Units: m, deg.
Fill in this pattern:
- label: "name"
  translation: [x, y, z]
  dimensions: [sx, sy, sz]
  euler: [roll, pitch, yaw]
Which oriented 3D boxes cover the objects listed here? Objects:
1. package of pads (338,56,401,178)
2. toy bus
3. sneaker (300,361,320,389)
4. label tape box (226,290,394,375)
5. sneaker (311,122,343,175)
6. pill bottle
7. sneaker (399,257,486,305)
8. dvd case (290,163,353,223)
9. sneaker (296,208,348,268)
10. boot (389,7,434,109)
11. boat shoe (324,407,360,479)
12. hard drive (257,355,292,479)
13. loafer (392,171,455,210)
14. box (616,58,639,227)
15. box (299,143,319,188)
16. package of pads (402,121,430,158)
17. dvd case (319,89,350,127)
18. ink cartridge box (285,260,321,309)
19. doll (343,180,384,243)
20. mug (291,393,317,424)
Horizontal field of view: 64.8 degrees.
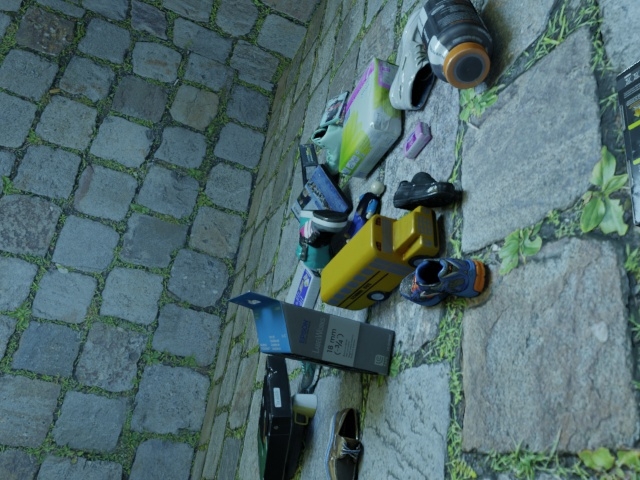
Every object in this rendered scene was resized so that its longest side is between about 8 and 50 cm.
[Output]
- label: "package of pads"
  translation: [0.149, -0.361, 1.482]
  dimensions: [0.229, 0.101, 0.297]
  euler: [130, 151, -54]
- label: "toy bus"
  translation: [0.125, 0.044, 1.126]
  dimensions: [0.333, 0.130, 0.108]
  euler: [130, 151, -51]
- label: "sneaker"
  translation: [-0.036, 0.340, 1.429]
  dimensions: [0.065, 0.076, 0.167]
  euler: [-154, 82, -73]
- label: "label tape box"
  translation: [-0.041, 0.215, 1.133]
  dimensions: [0.240, 0.333, 0.106]
  euler: [151, 133, -66]
- label: "sneaker"
  translation: [0.027, -0.319, 1.724]
  dimensions: [0.256, 0.151, 0.094]
  euler: [135, 148, -56]
- label: "pill bottle"
  translation: [0.286, -0.419, 1.067]
  dimensions: [0.246, 0.130, 0.130]
  euler: [-91, 25, -44]
- label: "sneaker"
  translation: [0.205, 0.067, 0.933]
  dimensions: [0.221, 0.087, 0.083]
  euler: [145, 139, -63]
- label: "dvd case"
  translation: [-0.002, -0.106, 1.661]
  dimensions: [0.180, 0.022, 0.253]
  euler: [57, 141, 15]
- label: "sneaker"
  translation: [0.000, 0.000, 1.517]
  dimensions: [0.295, 0.123, 0.179]
  euler: [-157, 68, -74]
- label: "boot"
  translation: [0.258, -0.457, 1.283]
  dimensions: [0.123, 0.095, 0.258]
  euler: [-135, 54, -64]
- label: "boat shoe"
  translation: [0.051, 0.447, 1.086]
  dimensions: [0.183, 0.066, 0.066]
  euler: [-91, 26, -44]
- label: "hard drive"
  translation: [-0.135, 0.535, 1.447]
  dimensions: [0.237, 0.064, 0.339]
  euler: [-107, 24, -61]
- label: "loafer"
  translation: [0.217, -0.110, 1.080]
  dimensions: [0.223, 0.076, 0.078]
  euler: [180, 99, -76]
- label: "box"
  translation: [0.433, -0.148, 0.489]
  dimensions: [0.270, 0.060, 0.216]
  euler: [138, 144, -59]
- label: "box"
  translation: [-0.033, -0.203, 1.796]
  dimensions: [0.183, 0.059, 0.233]
  euler: [-100, 5, -56]
- label: "package of pads"
  translation: [0.233, -0.242, 1.226]
  dimensions: [0.083, 0.032, 0.050]
  euler: [126, 155, -46]
- label: "dvd case"
  translation: [0.045, -0.422, 1.619]
  dimensions: [0.087, 0.013, 0.120]
  euler: [-11, 50, 46]
- label: "ink cartridge box"
  translation: [-0.065, 0.187, 1.710]
  dimensions: [0.206, 0.045, 0.208]
  euler: [-133, 62, -70]
- label: "doll"
  translation: [0.121, -0.082, 1.396]
  dimensions: [0.129, 0.046, 0.189]
  euler: [-105, 36, -58]
- label: "mug"
  translation: [-0.049, 0.455, 1.382]
  dimensions: [0.078, 0.064, 0.062]
  euler: [-99, 31, -53]
